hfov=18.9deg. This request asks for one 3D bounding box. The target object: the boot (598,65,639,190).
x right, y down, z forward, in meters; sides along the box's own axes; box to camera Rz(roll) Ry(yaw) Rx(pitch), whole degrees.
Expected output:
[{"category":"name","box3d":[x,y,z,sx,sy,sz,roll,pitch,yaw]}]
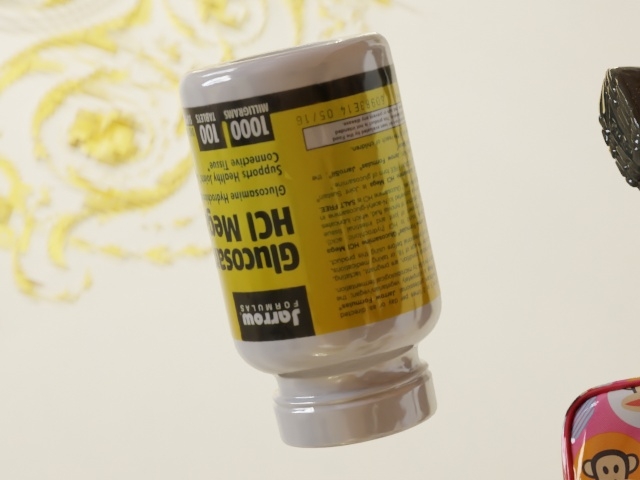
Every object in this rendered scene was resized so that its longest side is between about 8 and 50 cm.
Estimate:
[{"category":"boot","box3d":[0.295,-0.035,1.265,0.161,0.083,0.247,-10,-122,-10]}]

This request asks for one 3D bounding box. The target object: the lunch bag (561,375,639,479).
[{"category":"lunch bag","box3d":[0.323,0.181,1.409,0.293,0.120,0.258,-8,-110,12]}]

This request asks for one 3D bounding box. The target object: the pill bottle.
[{"category":"pill bottle","box3d":[0.000,0.000,1.658,0.188,0.188,0.334,-16,-82,-31]}]
